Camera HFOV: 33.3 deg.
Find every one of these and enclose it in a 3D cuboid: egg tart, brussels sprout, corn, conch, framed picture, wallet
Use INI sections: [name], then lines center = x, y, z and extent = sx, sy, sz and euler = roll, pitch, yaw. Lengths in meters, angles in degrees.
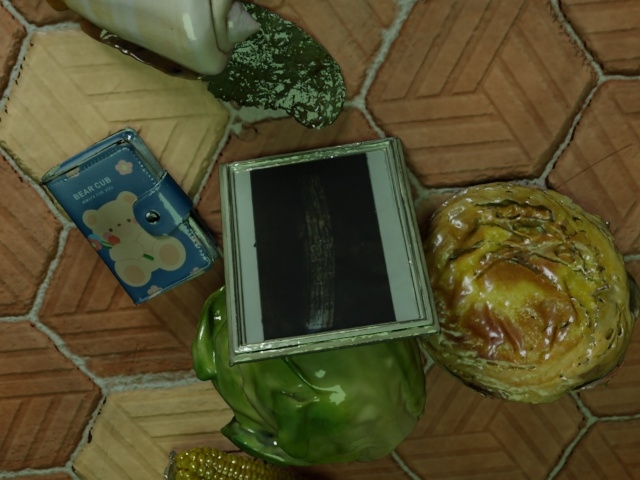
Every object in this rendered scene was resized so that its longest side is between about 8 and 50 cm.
[egg tart]
center = 0.246, 0.069, 1.320
extent = 0.297, 0.297, 0.132
euler = 0, 161, 1
[brussels sprout]
center = -0.012, 0.156, 1.298
extent = 0.294, 0.227, 0.259
euler = 38, 149, -9
[corn]
center = -0.064, 0.362, 1.488
extent = 0.313, 0.102, 0.102
euler = 18, 114, -14
[conch]
center = -0.178, -0.266, 1.154
extent = 0.255, 0.158, 0.127
euler = 26, 83, 10
[framed picture]
center = 0.000, 0.000, 1.215
extent = 0.231, 0.293, 0.018
euler = -9, 141, 1
[wallet]
center = -0.226, -0.029, 1.309
extent = 0.141, 0.059, 0.202
euler = -27, 113, 17

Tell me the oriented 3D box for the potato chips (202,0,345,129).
[potato chips]
center = -0.069, -0.203, 1.252
extent = 0.142, 0.026, 0.209
euler = -35, 112, 16
